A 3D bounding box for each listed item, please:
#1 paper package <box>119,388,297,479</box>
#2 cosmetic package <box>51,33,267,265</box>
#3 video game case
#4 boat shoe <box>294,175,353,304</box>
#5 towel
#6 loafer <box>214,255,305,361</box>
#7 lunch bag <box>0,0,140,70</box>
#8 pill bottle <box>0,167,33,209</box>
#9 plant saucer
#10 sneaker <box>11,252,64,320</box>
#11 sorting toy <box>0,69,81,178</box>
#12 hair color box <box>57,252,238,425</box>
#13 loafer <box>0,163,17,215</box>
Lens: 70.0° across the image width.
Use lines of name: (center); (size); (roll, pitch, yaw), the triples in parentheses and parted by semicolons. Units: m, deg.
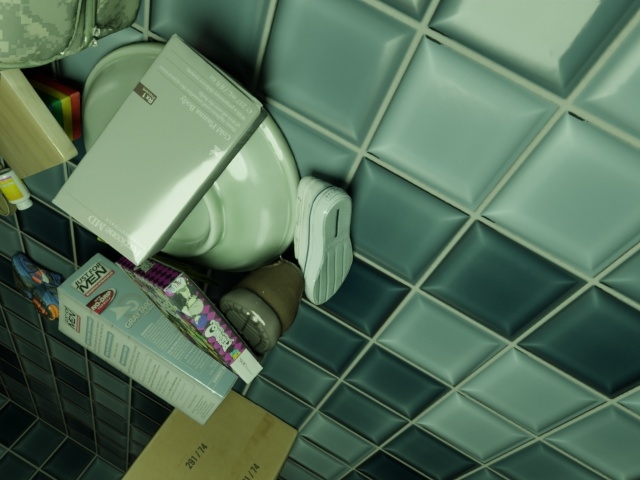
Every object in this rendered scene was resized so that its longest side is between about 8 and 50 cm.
paper package: (-0.264, 0.547, 1.097); (0.309, 0.325, 0.168); (31, 135, 3)
cosmetic package: (-0.184, -0.102, 0.548); (0.127, 0.107, 0.238); (37, 96, -9)
video game case: (-0.216, 0.115, 0.735); (0.232, 0.042, 0.210); (12, 141, 50)
boat shoe: (0.000, 0.000, 0.680); (0.076, 0.083, 0.226); (43, 143, 31)
towel: (-0.299, 0.033, 0.844); (0.237, 0.021, 0.102); (17, 170, 28)
loafer: (-0.102, 0.124, 0.782); (0.134, 0.130, 0.366); (47, 155, -4)
lunch bag: (-0.319, -0.328, 0.441); (0.212, 0.256, 0.305); (37, 136, -3)
pill bottle: (-0.639, -0.107, 0.955); (0.043, 0.043, 0.083); (5, 128, 25)
plant saucer: (-0.226, -0.084, 0.706); (0.400, 0.101, 0.401); (16, 133, 17)
sneaker: (-0.695, 0.108, 1.144); (0.221, 0.087, 0.083); (41, 128, 17)
sorting toy: (-0.469, -0.237, 0.690); (0.255, 0.089, 0.257); (0, 126, 45)
hair color box: (-0.348, 0.210, 0.945); (0.374, 0.114, 0.185); (34, 135, -1)
loafer: (-0.704, -0.108, 0.985); (0.056, 0.050, 0.148); (23, 133, 12)
